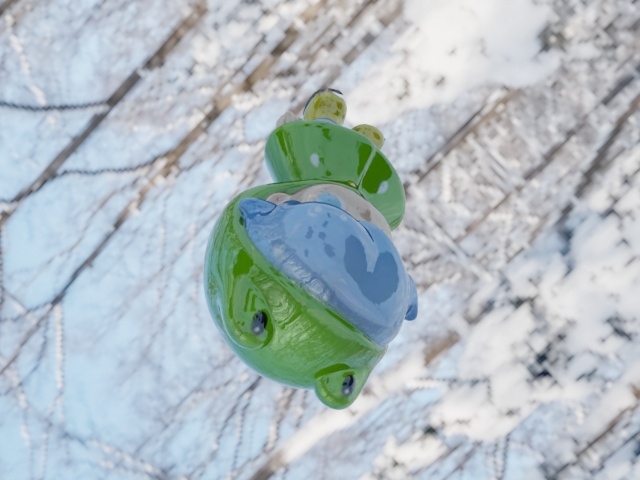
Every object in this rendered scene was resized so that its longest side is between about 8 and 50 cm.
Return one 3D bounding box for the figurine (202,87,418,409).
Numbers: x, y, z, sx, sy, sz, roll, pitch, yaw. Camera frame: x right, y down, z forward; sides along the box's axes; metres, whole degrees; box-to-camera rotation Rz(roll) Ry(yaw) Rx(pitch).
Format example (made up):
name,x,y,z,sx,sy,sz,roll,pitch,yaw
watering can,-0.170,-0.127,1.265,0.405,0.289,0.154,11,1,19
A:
name,x,y,z,sx,sy,sz,roll,pitch,yaw
figurine,0.000,0.000,0.982,0.162,0.143,0.263,41,-143,-27
